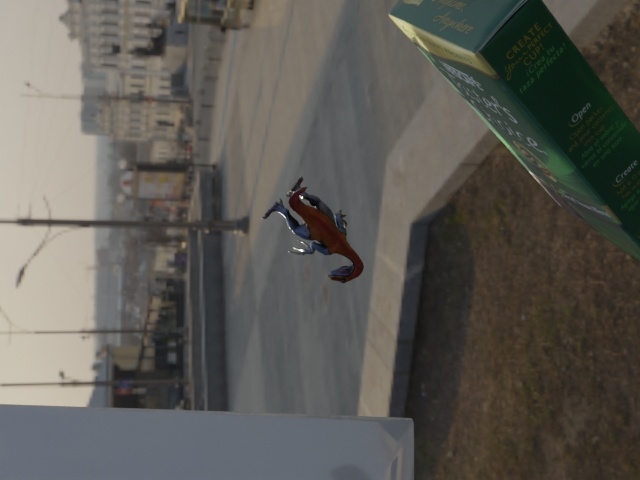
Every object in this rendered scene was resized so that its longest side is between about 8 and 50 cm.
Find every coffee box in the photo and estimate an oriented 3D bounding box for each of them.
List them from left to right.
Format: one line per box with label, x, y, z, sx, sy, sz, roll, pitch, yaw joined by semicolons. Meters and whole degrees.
coffee box;0.123;-0.065;0.448;0.040;0.184;0.113;-46;31;6

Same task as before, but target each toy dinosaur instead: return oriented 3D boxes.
toy dinosaur;0.000;0.000;0.571;0.047;0.082;0.090;-46;9;5

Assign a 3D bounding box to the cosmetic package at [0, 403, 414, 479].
cosmetic package;-0.115;0.207;0.718;0.284;0.377;0.097;86;-174;-70
